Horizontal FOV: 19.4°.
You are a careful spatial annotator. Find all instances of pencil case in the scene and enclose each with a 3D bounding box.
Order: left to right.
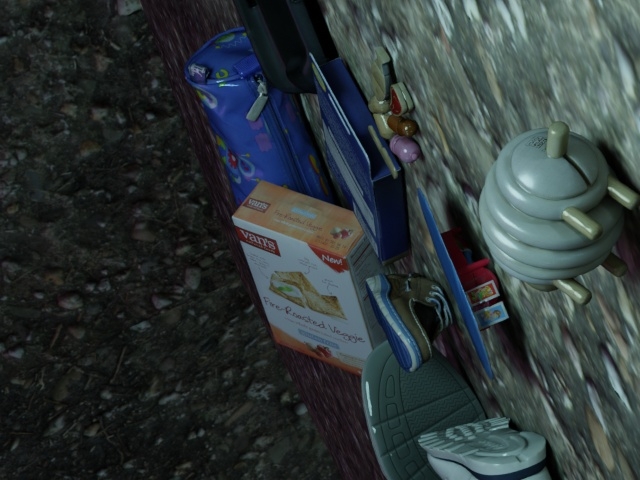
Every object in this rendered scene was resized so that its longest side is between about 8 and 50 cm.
[{"bbox_3d":[-0.060,-0.100,2.192,0.133,0.119,0.306,39,153,57],"label":"pencil case"}]

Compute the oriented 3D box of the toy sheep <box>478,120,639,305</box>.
[{"bbox_3d":[0.132,-0.019,1.056,0.132,0.091,0.091,94,155,-47],"label":"toy sheep"}]

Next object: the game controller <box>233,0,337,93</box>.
[{"bbox_3d":[-0.061,-0.291,1.841,0.166,0.067,0.319,7,122,66],"label":"game controller"}]

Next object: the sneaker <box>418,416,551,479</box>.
[{"bbox_3d":[0.151,0.218,1.688,0.235,0.090,0.095,-151,43,-81],"label":"sneaker"}]

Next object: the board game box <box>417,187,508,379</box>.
[{"bbox_3d":[0.125,0.031,1.534,0.133,0.033,0.168,69,-179,-70],"label":"board game box"}]

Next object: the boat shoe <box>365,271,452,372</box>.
[{"bbox_3d":[0.089,0.066,1.786,0.183,0.066,0.066,-114,5,-68],"label":"boat shoe"}]

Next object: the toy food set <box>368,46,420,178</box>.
[{"bbox_3d":[0.066,-0.106,1.588,0.122,0.019,0.078,98,148,-64],"label":"toy food set"}]

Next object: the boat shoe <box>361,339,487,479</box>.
[{"bbox_3d":[0.129,0.242,1.896,0.320,0.118,0.103,60,170,-8],"label":"boat shoe"}]

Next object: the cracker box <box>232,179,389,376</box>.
[{"bbox_3d":[0.002,0.050,2.119,0.156,0.067,0.232,20,146,30],"label":"cracker box"}]

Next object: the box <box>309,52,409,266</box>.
[{"bbox_3d":[0.039,-0.081,1.800,0.225,0.036,0.136,76,168,-65],"label":"box"}]
